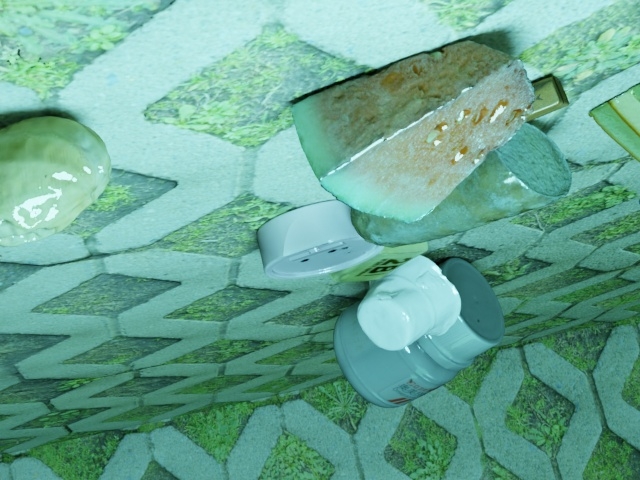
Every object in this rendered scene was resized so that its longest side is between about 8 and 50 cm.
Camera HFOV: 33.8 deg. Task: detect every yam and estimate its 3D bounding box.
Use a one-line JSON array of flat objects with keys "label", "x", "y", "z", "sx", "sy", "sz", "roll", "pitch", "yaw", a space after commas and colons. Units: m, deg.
[{"label": "yam", "x": 0.181, "y": -0.070, "z": 1.496, "sx": 0.330, "sy": 0.133, "sz": 0.133, "roll": -20, "pitch": 165, "yaw": 39}]

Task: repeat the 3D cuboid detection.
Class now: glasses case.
[{"label": "glasses case", "x": 0.228, "y": -0.161, "z": 1.353, "sx": 0.170, "sy": 0.041, "sz": 0.065, "roll": -22, "pitch": 174, "yaw": 26}]

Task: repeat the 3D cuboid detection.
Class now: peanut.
[{"label": "peanut", "x": -0.358, "y": -0.051, "z": 1.074, "sx": 0.290, "sy": 0.130, "sz": 0.130, "roll": -9, "pitch": 164, "yaw": -9}]

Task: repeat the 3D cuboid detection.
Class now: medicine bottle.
[{"label": "medicine bottle", "x": 0.206, "y": 0.191, "z": 2.210, "sx": 0.306, "sy": 0.245, "sz": 0.245, "roll": -34, "pitch": 156, "yaw": 32}]

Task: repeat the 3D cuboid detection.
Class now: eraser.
[{"label": "eraser", "x": 0.099, "y": 0.024, "z": 1.868, "sx": 0.117, "sy": 0.058, "sz": 0.172, "roll": -4, "pitch": 162, "yaw": -32}]

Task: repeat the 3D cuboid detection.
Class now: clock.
[{"label": "clock", "x": 0.000, "y": 0.000, "z": 1.677, "sx": 0.197, "sy": 0.068, "sz": 0.197, "roll": -13, "pitch": 164, "yaw": -4}]

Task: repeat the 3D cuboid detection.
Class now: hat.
[{"label": "hat", "x": 0.147, "y": 0.129, "z": 1.979, "sx": 0.126, "sy": 0.203, "sz": 0.203, "roll": -40, "pitch": -174, "yaw": -41}]

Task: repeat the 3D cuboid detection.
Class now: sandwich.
[{"label": "sandwich", "x": 0.492, "y": -0.195, "z": 1.513, "sx": 0.187, "sy": 0.144, "sz": 0.117, "roll": 36, "pitch": 140, "yaw": -22}]

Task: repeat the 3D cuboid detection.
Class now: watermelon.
[{"label": "watermelon", "x": 0.125, "y": -0.142, "z": 1.207, "sx": 0.257, "sy": 0.139, "sz": 0.193, "roll": -31, "pitch": 154, "yaw": 23}]
